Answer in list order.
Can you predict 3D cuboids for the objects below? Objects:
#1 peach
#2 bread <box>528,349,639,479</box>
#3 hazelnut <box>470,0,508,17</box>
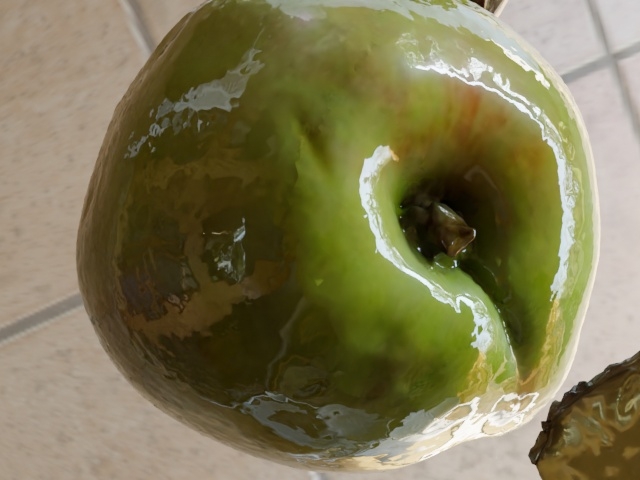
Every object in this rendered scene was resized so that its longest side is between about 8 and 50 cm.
[{"bbox_3d":[0.002,-0.005,1.017,0.281,0.315,0.314,-27,114,-33],"label":"peach"},{"bbox_3d":[0.189,0.094,0.564,0.178,0.240,0.135,30,42,-20],"label":"bread"},{"bbox_3d":[0.044,-0.250,1.406,0.233,0.218,0.218,13,84,-24],"label":"hazelnut"}]
